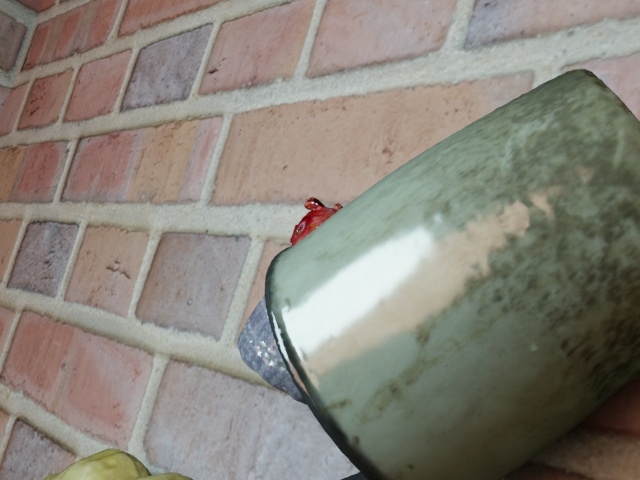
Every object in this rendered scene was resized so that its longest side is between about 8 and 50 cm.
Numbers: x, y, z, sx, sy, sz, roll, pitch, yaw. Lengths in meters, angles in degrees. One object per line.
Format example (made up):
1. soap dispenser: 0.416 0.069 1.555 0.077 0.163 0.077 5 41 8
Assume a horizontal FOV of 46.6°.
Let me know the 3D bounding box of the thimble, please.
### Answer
1. thimble: -0.021 0.127 0.915 0.098 0.150 0.150 -58 41 7

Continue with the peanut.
1. peanut: -0.287 0.400 1.056 0.387 0.169 0.192 -9 57 40

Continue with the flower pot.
1. flower pot: 0.160 0.032 0.656 0.330 0.293 0.294 -41 46 21

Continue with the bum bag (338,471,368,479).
1. bum bag: 0.006 0.337 0.838 0.310 0.074 0.137 -29 50 33

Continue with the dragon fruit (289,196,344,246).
1. dragon fruit: -0.003 -0.001 1.016 0.112 0.068 0.126 -36 47 31
